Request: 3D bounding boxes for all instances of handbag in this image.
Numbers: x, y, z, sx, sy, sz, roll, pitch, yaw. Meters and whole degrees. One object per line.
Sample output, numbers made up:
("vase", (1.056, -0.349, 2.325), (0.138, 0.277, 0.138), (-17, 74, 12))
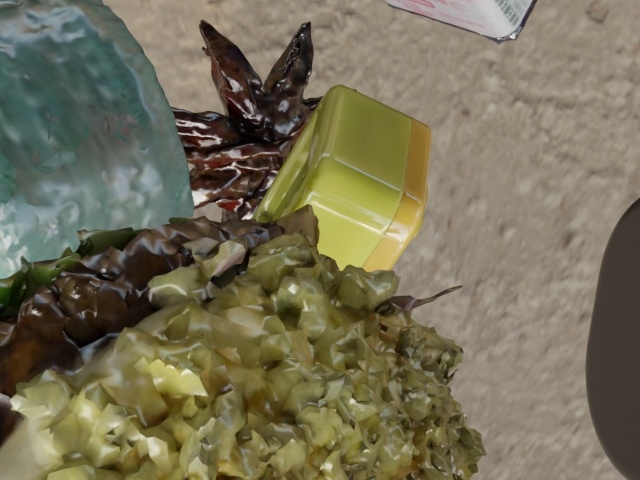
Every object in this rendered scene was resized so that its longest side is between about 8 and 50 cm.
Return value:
("handbag", (0.352, 0.098, 1.276), (0.093, 0.254, 0.308), (2, 105, -21))

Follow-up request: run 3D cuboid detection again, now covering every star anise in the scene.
("star anise", (-0.047, -0.094, 1.322), (0.272, 0.102, 0.272), (-4, 98, -28))

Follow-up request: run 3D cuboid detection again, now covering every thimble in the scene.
("thimble", (-0.184, -0.057, 0.860), (0.143, 0.198, 0.235), (-24, 98, -27))

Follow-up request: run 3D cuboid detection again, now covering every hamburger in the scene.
("hamburger", (-0.050, 0.112, 0.407), (0.138, 0.262, 0.243), (30, 31, 35))

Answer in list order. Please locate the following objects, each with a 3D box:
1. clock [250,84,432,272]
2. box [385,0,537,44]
("clock", (0.000, 0.000, 1.003), (0.096, 0.202, 0.143), (24, 37, -13))
("box", (0.083, -0.337, 1.346), (0.190, 0.369, 0.112), (26, 86, 32))
